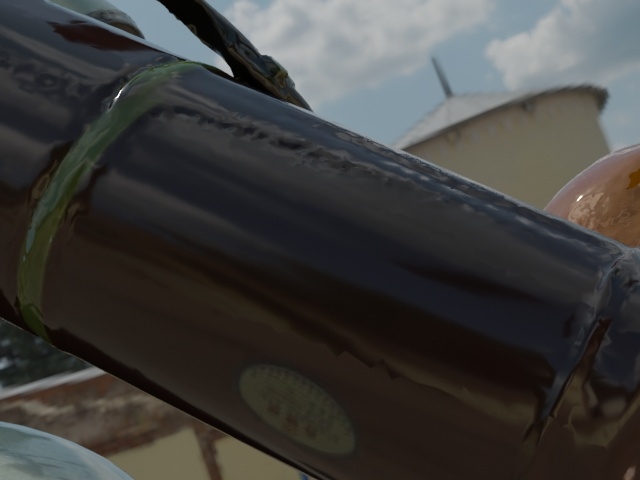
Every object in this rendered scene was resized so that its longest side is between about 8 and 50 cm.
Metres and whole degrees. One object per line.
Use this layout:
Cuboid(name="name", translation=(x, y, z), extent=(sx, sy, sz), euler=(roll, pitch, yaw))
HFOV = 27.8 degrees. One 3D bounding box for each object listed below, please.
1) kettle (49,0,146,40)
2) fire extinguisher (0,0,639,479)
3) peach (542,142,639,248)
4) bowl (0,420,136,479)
Cuboid(name="kettle", translation=(-0.318, -0.151, 0.979), extent=(0.250, 0.377, 0.361), euler=(-57, -12, 2))
Cuboid(name="fire extinguisher", translation=(0.000, 0.000, 0.367), extent=(0.105, 0.341, 0.141), euler=(-24, -45, -65))
Cuboid(name="peach", translation=(0.324, 0.076, 1.171), extent=(0.301, 0.343, 0.343), euler=(-15, -9, 12))
Cuboid(name="bowl", translation=(-0.188, 0.164, 0.587), extent=(0.313, 0.146, 0.313), euler=(-14, -39, -12))
